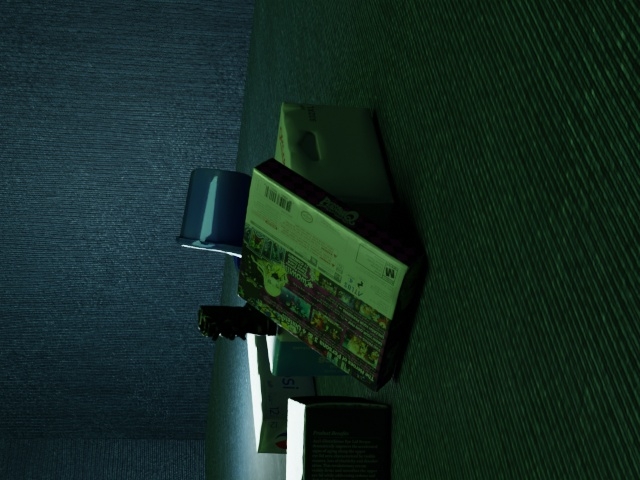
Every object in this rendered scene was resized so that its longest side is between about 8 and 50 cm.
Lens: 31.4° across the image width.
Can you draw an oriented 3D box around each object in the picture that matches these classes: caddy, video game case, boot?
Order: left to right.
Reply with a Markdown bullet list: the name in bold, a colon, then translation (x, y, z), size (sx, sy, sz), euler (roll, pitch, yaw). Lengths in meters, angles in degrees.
- **boot**: translation (-0.115, 0.100, 1.522), size (0.121, 0.099, 0.045), euler (-125, 38, -70)
- **caddy**: translation (-0.119, -0.018, 1.932), size (0.341, 0.241, 0.179), euler (-172, 90, -81)
- **video game case**: translation (0.004, 0.042, 1.354), size (0.232, 0.042, 0.210), euler (33, 135, 25)

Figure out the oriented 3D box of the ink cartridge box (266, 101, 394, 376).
- **ink cartridge box**: translation (0.000, 0.000, 1.545), size (0.223, 0.129, 0.307), euler (-100, 15, -50)

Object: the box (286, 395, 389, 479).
- **box**: translation (0.018, 0.303, 1.438), size (0.153, 0.108, 0.207), euler (149, 122, -79)

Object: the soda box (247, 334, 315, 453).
- **soda box**: translation (-0.069, 0.238, 1.985), size (0.286, 0.098, 0.091), euler (-101, 17, -51)
